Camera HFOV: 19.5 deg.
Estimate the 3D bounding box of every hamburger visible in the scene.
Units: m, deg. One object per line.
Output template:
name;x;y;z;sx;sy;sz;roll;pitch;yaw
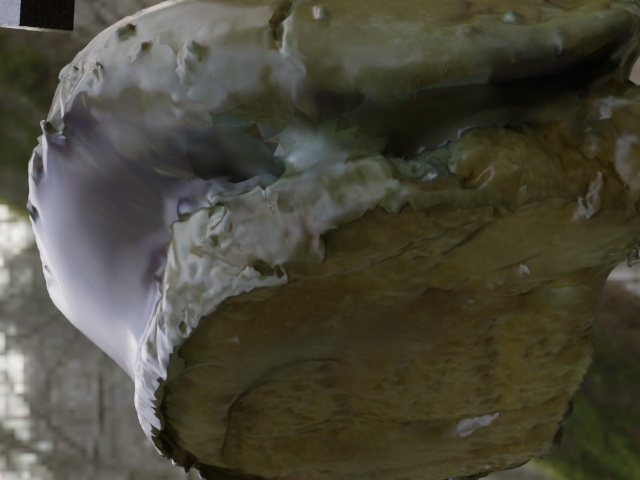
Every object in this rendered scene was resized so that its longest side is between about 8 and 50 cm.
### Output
hamburger;0.000;0.000;0.682;0.309;0.211;0.132;103;165;-63

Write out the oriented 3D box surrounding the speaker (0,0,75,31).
speaker;-0.193;-0.243;1.300;0.040;0.046;0.191;7;95;53
